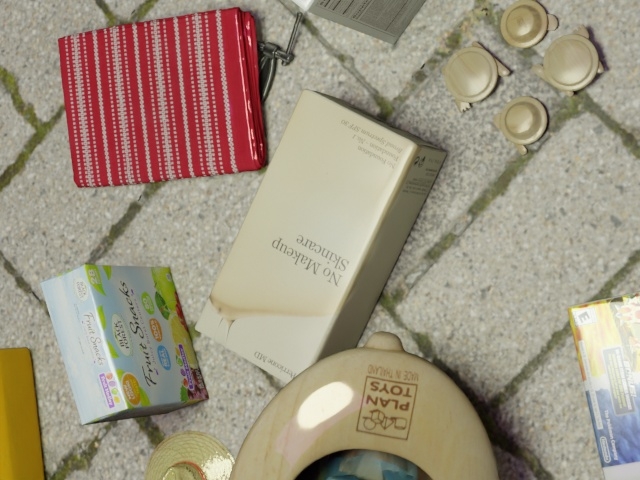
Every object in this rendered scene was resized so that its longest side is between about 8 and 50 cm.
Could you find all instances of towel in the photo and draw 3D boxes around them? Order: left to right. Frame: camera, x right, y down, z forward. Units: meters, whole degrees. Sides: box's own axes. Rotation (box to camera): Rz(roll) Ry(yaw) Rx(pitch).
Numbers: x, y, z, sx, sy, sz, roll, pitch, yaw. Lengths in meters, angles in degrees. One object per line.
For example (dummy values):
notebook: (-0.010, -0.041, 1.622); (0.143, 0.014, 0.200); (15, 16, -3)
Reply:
towel: (-0.195, -0.171, 1.943); (0.275, 0.031, 0.199); (-4, 93, 27)

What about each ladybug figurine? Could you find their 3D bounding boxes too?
ladybug figurine: (0.043, 0.313, 1.738); (0.305, 0.162, 0.449); (11, 101, -1)

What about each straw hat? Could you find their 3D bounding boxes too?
straw hat: (-0.169, 0.304, 1.912); (0.144, 0.061, 0.144); (-1, 88, 24)

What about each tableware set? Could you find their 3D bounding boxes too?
tableware set: (0.226, -0.191, 1.779); (0.168, 0.020, 0.141); (-46, 70, 17)

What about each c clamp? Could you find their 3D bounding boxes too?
c clamp: (-0.105, -0.229, 1.923); (0.161, 0.022, 0.137); (19, 102, 22)

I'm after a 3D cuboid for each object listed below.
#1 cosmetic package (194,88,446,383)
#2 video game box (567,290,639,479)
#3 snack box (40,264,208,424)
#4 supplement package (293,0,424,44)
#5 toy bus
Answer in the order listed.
cosmetic package: (0.000, 0.000, 1.821); (0.160, 0.113, 0.309); (27, 98, 21)
video game box: (0.376, 0.150, 1.690); (0.187, 0.048, 0.205); (-14, 83, 20)
snack box: (-0.226, 0.120, 1.862); (0.070, 0.207, 0.174); (-22, 81, 22)
supplement package: (0.020, -0.366, 1.739); (0.199, 0.263, 0.198); (40, 104, 19)
toy bus: (-0.421, 0.308, 1.996); (0.130, 0.108, 0.332); (-9, 85, 20)
